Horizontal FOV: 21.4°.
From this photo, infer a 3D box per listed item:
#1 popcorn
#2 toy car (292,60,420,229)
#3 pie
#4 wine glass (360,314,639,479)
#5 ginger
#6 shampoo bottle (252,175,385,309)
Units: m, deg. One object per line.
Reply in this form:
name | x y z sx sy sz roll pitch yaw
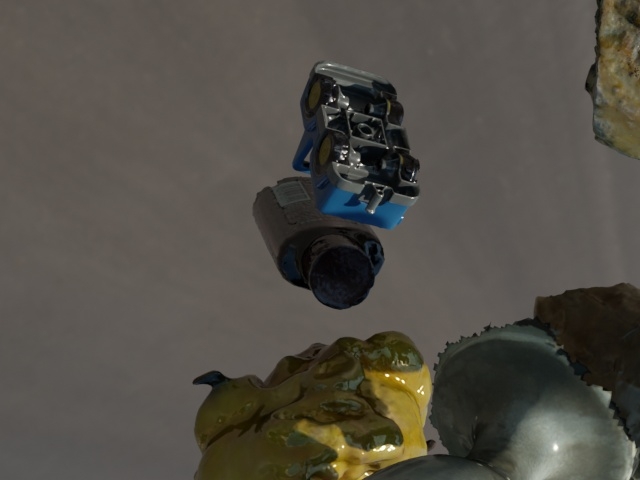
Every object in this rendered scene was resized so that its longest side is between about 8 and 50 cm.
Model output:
popcorn | -0.027 0.236 1.884 0.297 0.281 0.316 -38 -164 33
toy car | 0.029 -0.084 1.679 0.097 0.191 0.100 14 132 -23
pie | 0.317 -0.173 1.437 0.185 0.218 0.052 -1 -177 2
wine glass | 0.084 0.215 1.162 0.190 0.190 0.357 -47 180 44
ginger | 0.307 0.173 1.734 0.218 0.270 0.123 -2 162 15
shampoo bottle | 0.000 0.000 1.960 0.129 0.084 0.323 0 -165 -10
